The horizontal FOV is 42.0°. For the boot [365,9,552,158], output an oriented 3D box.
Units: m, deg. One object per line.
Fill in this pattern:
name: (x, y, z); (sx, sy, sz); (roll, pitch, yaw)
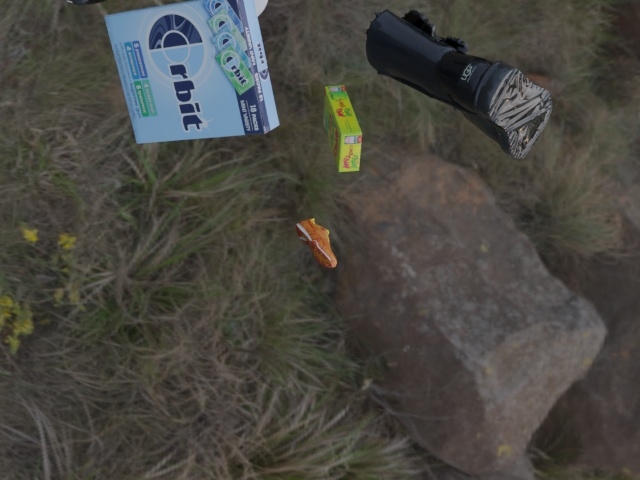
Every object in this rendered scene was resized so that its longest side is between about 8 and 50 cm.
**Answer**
boot: (0.182, -0.209, 1.096); (0.094, 0.207, 0.246); (-59, 151, 7)

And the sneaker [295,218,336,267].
sneaker: (0.000, 0.000, 2.046); (0.067, 0.175, 0.064); (-24, 138, -14)

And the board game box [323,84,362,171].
board game box: (0.043, -0.231, 1.708); (0.043, 0.181, 0.092); (-4, 131, -9)

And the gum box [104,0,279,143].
gum box: (-0.151, -0.199, 0.977); (0.041, 0.184, 0.157); (-42, 126, -56)

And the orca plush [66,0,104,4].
orca plush: (-0.395, -0.521, 1.627); (0.102, 0.287, 0.151); (32, 41, -51)

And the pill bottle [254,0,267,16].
pill bottle: (-0.197, -0.518, 1.603); (0.117, 0.117, 0.215); (-29, 71, -35)
